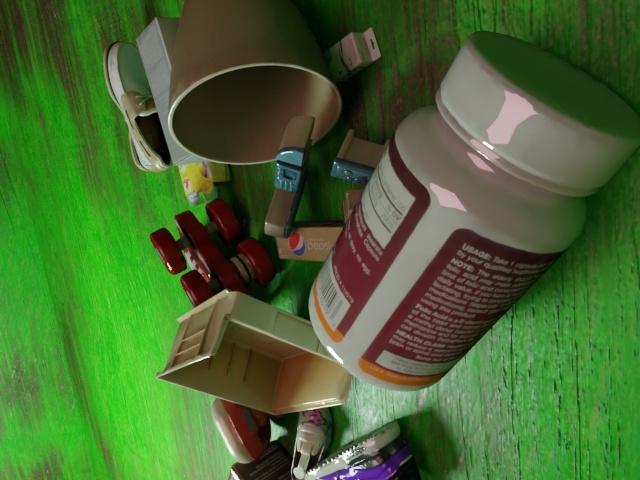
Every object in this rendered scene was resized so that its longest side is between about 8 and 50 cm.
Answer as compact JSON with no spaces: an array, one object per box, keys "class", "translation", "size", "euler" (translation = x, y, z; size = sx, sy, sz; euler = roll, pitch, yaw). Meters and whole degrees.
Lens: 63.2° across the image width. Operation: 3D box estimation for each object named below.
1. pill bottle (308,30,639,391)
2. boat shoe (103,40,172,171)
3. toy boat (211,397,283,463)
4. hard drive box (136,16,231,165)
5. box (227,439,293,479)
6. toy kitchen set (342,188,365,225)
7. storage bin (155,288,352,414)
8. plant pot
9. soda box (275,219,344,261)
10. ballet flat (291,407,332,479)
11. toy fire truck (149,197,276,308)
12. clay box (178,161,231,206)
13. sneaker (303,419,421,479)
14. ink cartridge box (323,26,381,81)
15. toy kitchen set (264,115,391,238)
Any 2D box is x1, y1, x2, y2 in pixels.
[{"class":"pill bottle","translation":[0.152,-0.016,0.608],"size":[0.224,0.224,0.392],"euler":[49,134,24]},{"class":"boat shoe","translation":[-0.405,-0.309,1.206],"size":[0.103,0.113,0.302],"euler":[11,122,44]},{"class":"toy boat","translation":[-0.138,0.381,1.133],"size":[0.150,0.151,0.231],"euler":[59,169,13]},{"class":"hard drive box","translation":[-0.200,-0.267,0.935],"size":[0.089,0.181,0.232],"euler":[-13,95,48]},{"class":"box","translation":[-0.050,0.654,1.137],"size":[0.381,0.143,0.191],"euler":[41,130,33]},{"class":"toy kitchen set","translation":[0.074,-0.029,0.776],"size":[0.083,0.075,0.068],"euler":[92,172,-68]},{"class":"storage bin","translation":[-0.115,0.213,0.943],"size":[0.260,0.262,0.123],"euler":[-30,41,49]},{"class":"plant pot","translation":[-0.119,-0.300,0.815],"size":[0.256,0.257,0.273],"euler":[-36,60,48]},{"class":"soda box","translation":[0.000,0.000,0.905],"size":[0.181,0.058,0.061],"euler":[2,105,48]},{"class":"ballet flat","translation":[-0.023,0.425,1.063],"size":[0.077,0.079,0.221],"euler":[16,119,15]},{"class":"toy fire truck","translation":[-0.219,0.078,1.120],"size":[0.302,0.169,0.253],"euler":[48,158,25]},{"class":"clay box","translation":[-0.263,-0.192,1.123],"size":[0.128,0.053,0.221],"euler":[-11,94,48]},{"class":"sneaker","translation":[0.077,0.447,0.946],"size":[0.146,0.102,0.293],"euler":[56,137,16]},{"class":"ink cartridge box","translation":[0.046,-0.277,0.777],"size":[0.083,0.028,0.048],"euler":[-19,90,49]},{"class":"toy kitchen set","translation":[0.007,-0.078,0.826],"size":[0.166,0.122,0.207],"euler":[16,159,0]}]
